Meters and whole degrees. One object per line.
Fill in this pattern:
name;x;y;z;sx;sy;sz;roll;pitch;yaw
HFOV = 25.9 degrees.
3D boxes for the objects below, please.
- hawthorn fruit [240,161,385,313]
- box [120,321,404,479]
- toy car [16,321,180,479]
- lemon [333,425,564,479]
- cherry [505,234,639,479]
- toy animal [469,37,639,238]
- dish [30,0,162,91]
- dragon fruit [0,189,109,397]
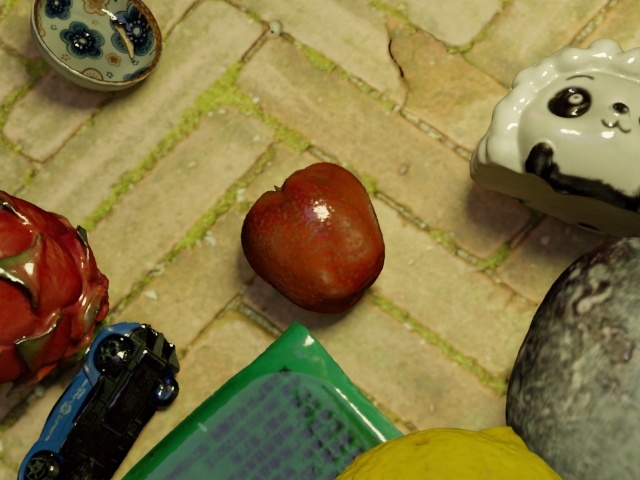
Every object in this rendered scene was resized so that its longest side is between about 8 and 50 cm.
hawthorn fruit;0.000;0.000;1.308;0.133;0.133;0.138;-34;90;-4
box;-0.002;0.281;1.232;0.264;0.106;0.336;-42;73;-6
toy car;-0.214;0.173;1.300;0.063;0.103;0.216;24;77;36
lemon;0.092;0.275;1.039;0.267;0.267;0.267;-2;73;7
cherry;0.294;0.123;1.186;0.255;0.218;0.296;36;94;12
toy animal;0.254;-0.092;1.265;0.208;0.204;0.156;20;80;5
dish;-0.242;-0.198;1.436;0.141;0.078;0.141;16;53;-22
dragon fruit;-0.320;0.049;1.285;0.274;0.192;0.193;12;76;-34
